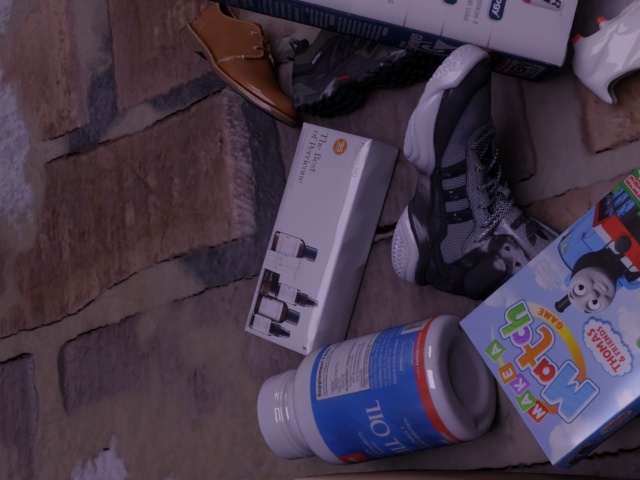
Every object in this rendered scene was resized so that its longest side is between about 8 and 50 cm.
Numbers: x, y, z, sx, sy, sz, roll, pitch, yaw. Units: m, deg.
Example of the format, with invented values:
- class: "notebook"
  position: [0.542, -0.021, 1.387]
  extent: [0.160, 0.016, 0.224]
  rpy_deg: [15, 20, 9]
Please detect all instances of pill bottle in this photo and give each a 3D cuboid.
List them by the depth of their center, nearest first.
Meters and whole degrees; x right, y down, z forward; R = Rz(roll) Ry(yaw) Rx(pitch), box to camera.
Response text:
- class: "pill bottle"
  position: [0.051, 0.156, 1.149]
  extent: [0.221, 0.124, 0.124]
  rpy_deg: [-19, 72, 33]

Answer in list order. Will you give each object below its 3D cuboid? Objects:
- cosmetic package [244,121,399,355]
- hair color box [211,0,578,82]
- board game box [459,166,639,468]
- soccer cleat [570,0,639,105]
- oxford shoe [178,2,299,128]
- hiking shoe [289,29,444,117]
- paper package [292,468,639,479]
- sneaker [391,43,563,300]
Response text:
- class: "cosmetic package"
  position: [0.000, 0.000, 1.247]
  extent: [0.099, 0.060, 0.239]
  rpy_deg: [17, 93, 35]
- class: "hair color box"
  position: [0.073, -0.278, 1.098]
  extent: [0.347, 0.105, 0.174]
  rpy_deg: [14, 88, 0]
- class: "board game box"
  position: [0.240, 0.066, 0.981]
  extent: [0.211, 0.039, 0.160]
  rpy_deg: [-44, 55, 19]
- class: "soccer cleat"
  position: [0.319, -0.204, 1.056]
  extent: [0.196, 0.068, 0.076]
  rpy_deg: [-39, 78, 26]
- class: "oxford shoe"
  position: [-0.083, -0.209, 1.334]
  extent: [0.076, 0.076, 0.212]
  rpy_deg: [-47, 60, 9]
- class: "hiking shoe"
  position: [0.053, -0.216, 1.227]
  extent: [0.227, 0.086, 0.114]
  rpy_deg: [-20, 73, 31]
- class: "paper package"
  position: [0.139, 0.362, 1.029]
  extent: [0.325, 0.168, 0.309]
  rpy_deg: [-4, 80, 34]
- class: "sneaker"
  position: [0.160, -0.046, 1.083]
  extent: [0.153, 0.101, 0.268]
  rpy_deg: [28, 133, 24]
